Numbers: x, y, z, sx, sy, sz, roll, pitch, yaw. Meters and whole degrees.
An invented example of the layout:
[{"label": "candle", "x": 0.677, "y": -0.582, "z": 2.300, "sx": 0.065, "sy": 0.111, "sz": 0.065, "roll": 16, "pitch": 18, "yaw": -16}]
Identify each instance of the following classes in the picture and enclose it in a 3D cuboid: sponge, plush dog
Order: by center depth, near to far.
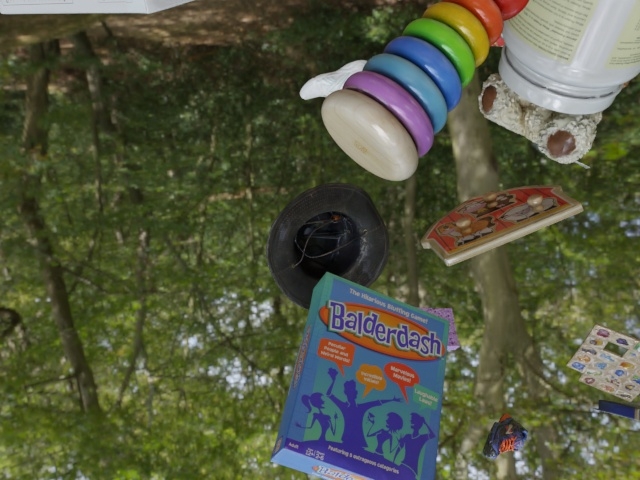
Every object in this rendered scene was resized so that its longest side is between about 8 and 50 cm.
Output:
[{"label": "plush dog", "x": 0.470, "y": -0.281, "z": 1.257, "sx": 0.210, "sy": 0.225, "sz": 0.262, "roll": 6, "pitch": -151, "yaw": -41}, {"label": "sponge", "x": 0.275, "y": 0.243, "z": 1.849, "sx": 0.210, "sy": 0.117, "sz": 0.031, "roll": 4, "pitch": 152, "yaw": -18}]

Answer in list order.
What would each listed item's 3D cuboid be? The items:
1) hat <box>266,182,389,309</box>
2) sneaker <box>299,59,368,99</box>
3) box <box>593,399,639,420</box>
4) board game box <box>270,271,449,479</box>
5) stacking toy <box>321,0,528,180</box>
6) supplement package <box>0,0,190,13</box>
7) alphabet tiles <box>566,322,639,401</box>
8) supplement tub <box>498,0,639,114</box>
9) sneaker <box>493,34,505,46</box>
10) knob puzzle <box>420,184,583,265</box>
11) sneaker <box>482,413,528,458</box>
[{"label": "hat", "x": 0.000, "y": 0.000, "z": 1.623, "sx": 0.331, "sy": 0.331, "sz": 0.134, "roll": -12, "pitch": -153, "yaw": -20}, {"label": "sneaker", "x": 0.029, "y": -0.303, "z": 1.317, "sx": 0.152, "sy": 0.061, "sz": 0.054, "roll": -17, "pitch": 180, "yaw": 23}, {"label": "box", "x": 0.868, "y": 0.467, "z": 1.838, "sx": 0.136, "sy": 0.036, "sz": 0.225, "roll": 6, "pitch": 172, "yaw": -8}, {"label": "board game box", "x": 0.050, "y": 0.154, "z": 0.711, "sx": 0.160, "sy": 0.047, "sz": 0.210, "roll": 22, "pitch": -129, "yaw": -10}, {"label": "stacking toy", "x": 0.155, "y": -0.234, "z": 0.837, "sx": 0.330, "sy": 0.141, "sz": 0.141, "roll": -48, "pitch": -153, "yaw": -11}, {"label": "supplement package", "x": -0.198, "y": -0.342, "z": 0.651, "sx": 0.263, "sy": 0.198, "sz": 0.199, "roll": 15, "pitch": -143, "yaw": 38}, {"label": "alphabet tiles", "x": 0.640, "y": 0.269, "z": 1.408, "sx": 0.198, "sy": 0.237, "sz": 0.009, "roll": 22, "pitch": -122, "yaw": 14}, {"label": "supplement tub", "x": 0.415, "y": -0.381, "z": 1.009, "sx": 0.235, "sy": 0.325, "sz": 0.235, "roll": 5, "pitch": -134, "yaw": -5}, {"label": "sneaker", "x": 0.316, "y": -0.504, "z": 1.395, "sx": 0.118, "sy": 0.279, "sz": 0.107, "roll": 1, "pitch": -126, "yaw": 52}, {"label": "knob puzzle", "x": 0.217, "y": -0.039, "z": 0.863, "sx": 0.213, "sy": 0.030, "sz": 0.213, "roll": -22, "pitch": -165, "yaw": 6}, {"label": "sneaker", "x": 0.513, "y": 0.542, "z": 1.834, "sx": 0.087, "sy": 0.083, "sz": 0.221, "roll": 23, "pitch": -160, "yaw": 28}]
